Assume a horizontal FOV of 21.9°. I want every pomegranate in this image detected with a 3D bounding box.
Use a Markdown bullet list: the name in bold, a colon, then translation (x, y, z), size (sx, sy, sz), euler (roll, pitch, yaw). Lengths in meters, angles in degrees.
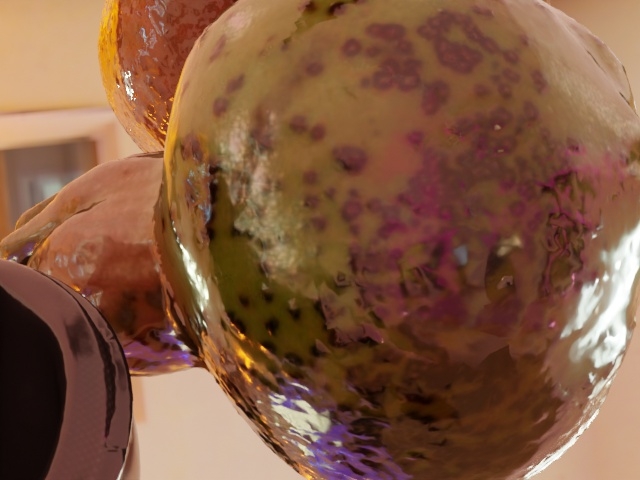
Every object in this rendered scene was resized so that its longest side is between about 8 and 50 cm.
- **pomegranate**: translation (0.006, -0.007, 0.677), size (0.276, 0.222, 0.204), euler (3, -153, 44)

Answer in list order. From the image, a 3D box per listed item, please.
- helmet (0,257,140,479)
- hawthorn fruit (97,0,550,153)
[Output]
- **helmet**: translation (-0.164, 0.085, 0.539), size (0.216, 0.193, 0.189), euler (-25, -139, -23)
- **hawthorn fruit**: translation (-0.023, -0.138, 1.069), size (0.284, 0.285, 0.369), euler (-7, -168, -28)
